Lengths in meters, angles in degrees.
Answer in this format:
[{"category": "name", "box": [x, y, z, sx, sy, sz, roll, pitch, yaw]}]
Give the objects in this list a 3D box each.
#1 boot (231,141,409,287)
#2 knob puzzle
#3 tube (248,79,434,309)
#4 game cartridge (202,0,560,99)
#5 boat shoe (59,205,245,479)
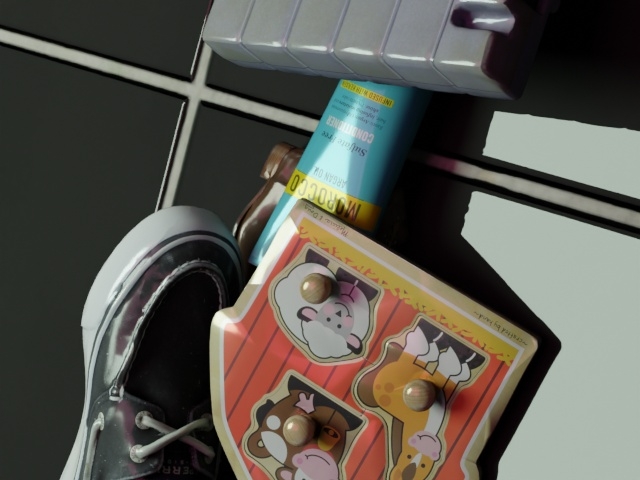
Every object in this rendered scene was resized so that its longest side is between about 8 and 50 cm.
[{"category": "boot", "box": [0.000, 0.000, 1.138, 0.114, 0.037, 0.106, 26, 103, 34]}, {"category": "knob puzzle", "box": [0.012, 0.099, 1.065, 0.213, 0.030, 0.213, 2, 98, 17]}, {"category": "tube", "box": [0.028, -0.065, 1.091, 0.080, 0.052, 0.207, 26, 94, 37]}, {"category": "game cartridge", "box": [0.073, -0.262, 1.055, 0.230, 0.068, 0.355, 11, 78, 45]}, {"category": "boat shoe", "box": [-0.108, 0.128, 1.137, 0.102, 0.108, 0.301, 48, 123, 53]}]
